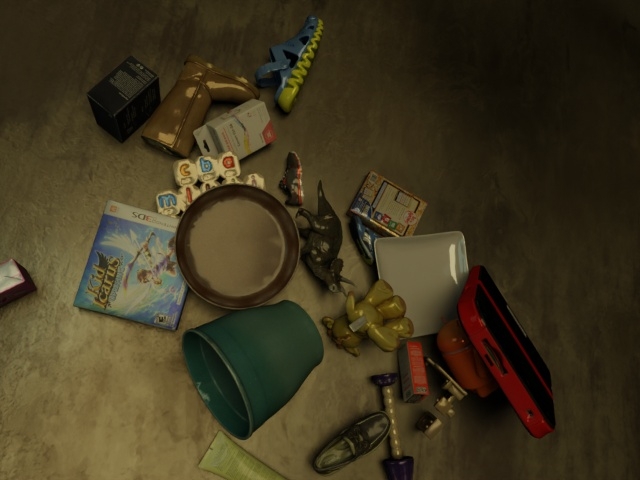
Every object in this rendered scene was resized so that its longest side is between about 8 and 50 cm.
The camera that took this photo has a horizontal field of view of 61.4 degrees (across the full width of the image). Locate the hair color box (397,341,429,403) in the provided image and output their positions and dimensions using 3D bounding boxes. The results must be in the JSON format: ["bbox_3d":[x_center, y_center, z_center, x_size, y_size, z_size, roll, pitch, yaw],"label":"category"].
[{"bbox_3d":[0.239,0.343,1.403,0.043,0.072,0.141,7,54,-13],"label":"hair color box"}]

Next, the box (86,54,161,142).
[{"bbox_3d":[-0.498,-0.360,1.386,0.093,0.156,0.158,39,69,-1],"label":"box"}]

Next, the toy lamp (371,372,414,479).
[{"bbox_3d":[0.185,0.479,1.369,0.080,0.080,0.275,-5,77,-16],"label":"toy lamp"}]

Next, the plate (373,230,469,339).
[{"bbox_3d":[0.285,0.122,1.497,0.278,0.045,0.277,-5,84,-16],"label":"plate"}]

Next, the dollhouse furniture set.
[{"bbox_3d":[0.277,0.401,1.395,0.123,0.144,0.151,44,84,6],"label":"dollhouse furniture set"}]

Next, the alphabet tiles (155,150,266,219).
[{"bbox_3d":[-0.276,-0.084,1.409,0.284,0.021,0.278,-12,91,-10],"label":"alphabet tiles"}]

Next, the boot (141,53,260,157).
[{"bbox_3d":[-0.320,-0.341,1.471,0.236,0.089,0.270,23,74,-7],"label":"boot"}]

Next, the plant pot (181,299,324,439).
[{"bbox_3d":[-0.140,0.274,1.258,0.255,0.271,0.272,-26,82,-34],"label":"plant pot"}]

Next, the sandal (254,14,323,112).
[{"bbox_3d":[-0.088,-0.533,1.563,0.138,0.126,0.317,24,69,-3],"label":"sandal"}]

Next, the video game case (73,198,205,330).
[{"bbox_3d":[-0.435,0.061,1.320,0.244,0.061,0.270,15,79,-9],"label":"video game case"}]

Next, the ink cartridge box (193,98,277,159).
[{"bbox_3d":[-0.228,-0.284,1.452,0.198,0.067,0.115,-34,128,-20],"label":"ink cartridge box"}]

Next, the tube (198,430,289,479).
[{"bbox_3d":[-0.161,0.551,1.275,0.240,0.062,0.070,30,26,0],"label":"tube"}]

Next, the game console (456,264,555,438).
[{"bbox_3d":[0.484,0.274,1.397,0.060,0.342,0.387,-31,93,24],"label":"game console"}]

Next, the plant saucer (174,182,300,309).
[{"bbox_3d":[-0.203,0.014,1.334,0.310,0.050,0.311,2,84,-19],"label":"plant saucer"}]

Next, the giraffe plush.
[{"bbox_3d":[0.105,0.219,1.384,0.210,0.170,0.181,-7,68,-37],"label":"giraffe plush"}]

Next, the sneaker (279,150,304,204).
[{"bbox_3d":[-0.084,-0.173,1.494,0.064,0.061,0.158,-6,76,-9],"label":"sneaker"}]

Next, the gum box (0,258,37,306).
[{"bbox_3d":[-0.756,0.122,1.211,0.188,0.107,0.062,-30,84,-20],"label":"gum box"}]

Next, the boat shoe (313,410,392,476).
[{"bbox_3d":[0.078,0.496,1.308,0.223,0.073,0.080,-34,71,-3],"label":"boat shoe"}]

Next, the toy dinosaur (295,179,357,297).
[{"bbox_3d":[0.000,0.000,1.454,0.160,0.121,0.314,11,67,-24],"label":"toy dinosaur"}]

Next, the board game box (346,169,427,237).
[{"bbox_3d":[0.192,-0.091,1.548,0.193,0.045,0.147,31,69,-5],"label":"board game box"}]

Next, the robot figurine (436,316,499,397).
[{"bbox_3d":[0.386,0.294,1.399,0.219,0.128,0.158,60,30,-5],"label":"robot figurine"}]

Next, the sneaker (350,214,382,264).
[{"bbox_3d":[0.128,-0.007,1.506,0.059,0.053,0.144,-24,90,-19],"label":"sneaker"}]
